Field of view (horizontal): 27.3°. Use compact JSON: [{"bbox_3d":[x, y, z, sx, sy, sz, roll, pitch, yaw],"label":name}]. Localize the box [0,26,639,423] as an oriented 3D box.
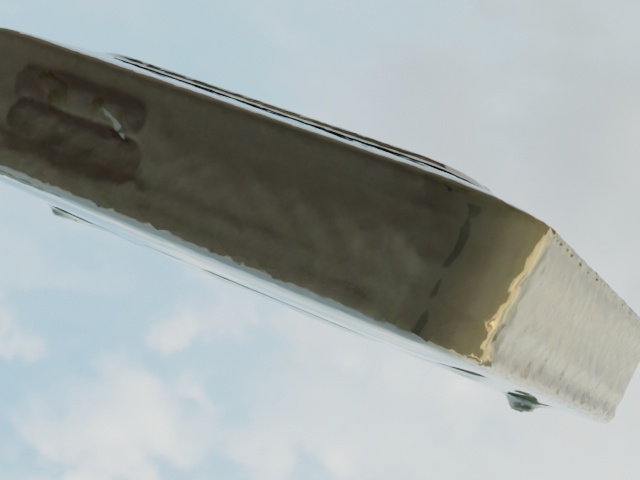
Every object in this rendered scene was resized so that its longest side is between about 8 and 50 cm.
[{"bbox_3d":[0.000,-0.001,0.879,0.396,0.111,0.396,22,177,26],"label":"box"}]
